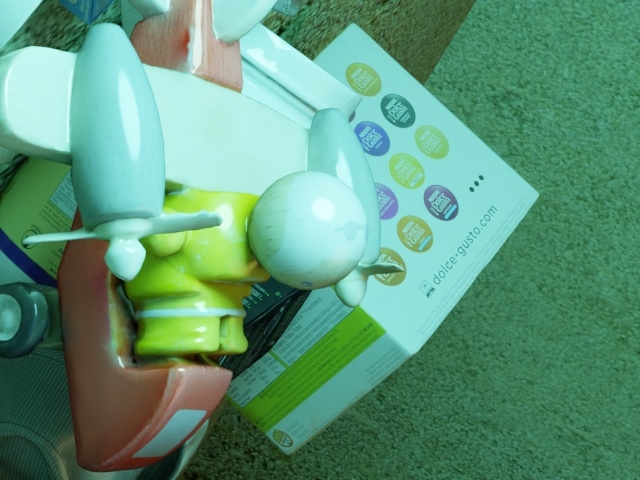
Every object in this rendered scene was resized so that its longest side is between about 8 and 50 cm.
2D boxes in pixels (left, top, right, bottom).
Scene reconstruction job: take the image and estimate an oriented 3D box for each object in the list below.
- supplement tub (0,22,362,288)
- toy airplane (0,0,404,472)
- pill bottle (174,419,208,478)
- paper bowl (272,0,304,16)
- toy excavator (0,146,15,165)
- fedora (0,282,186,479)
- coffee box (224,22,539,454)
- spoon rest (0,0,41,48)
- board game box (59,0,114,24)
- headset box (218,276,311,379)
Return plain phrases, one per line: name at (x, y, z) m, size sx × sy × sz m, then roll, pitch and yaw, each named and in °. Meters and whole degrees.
supplement tub at (-0.139, -0.057, 1.532) m, size 0.331 × 0.241 × 0.241 m, roll -54°, pitch 173°, yaw 4°
toy airplane at (-0.076, -0.054, 1.244) m, size 0.386 × 0.272 × 0.384 m, roll -47°, pitch 141°, yaw -37°
pill bottle at (-0.258, 0.152, 1.632) m, size 0.152 × 0.272 × 0.152 m, roll -51°, pitch 172°, yaw -10°
paper bowl at (0.018, -0.326, 1.415) m, size 0.284 × 0.148 × 0.284 m, roll 24°, pitch 90°, yaw -88°
toy excavator at (-0.381, 0.128, 1.159) m, size 0.445 × 0.222 × 0.433 m, roll -61°, pitch 174°, yaw -53°
fedora at (-0.249, 0.179, 1.438) m, size 0.275 × 0.244 × 0.124 m, roll -56°, pitch -174°, yaw 43°
coffee box at (0.000, 0.000, 2.121) m, size 0.337 × 0.334 × 0.338 m, roll -48°, pitch -178°, yaw -39°
spoon rest at (-0.173, -0.221, 1.094) m, size 0.276 × 0.084 × 0.137 m, roll -56°, pitch -151°, yaw 6°
board game box at (-0.125, -0.289, 1.323) m, size 0.211 × 0.039 × 0.160 m, roll -49°, pitch 171°, yaw -27°
headset box at (-0.167, 0.043, 1.791) m, size 0.131 × 0.246 × 0.283 m, roll -56°, pitch 173°, yaw 20°
